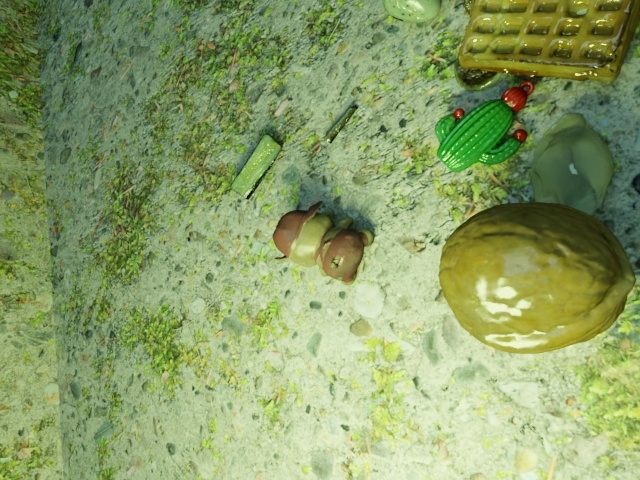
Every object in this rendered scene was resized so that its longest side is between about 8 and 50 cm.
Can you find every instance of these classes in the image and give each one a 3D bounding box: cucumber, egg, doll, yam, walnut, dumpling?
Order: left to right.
[{"bbox_3d":[-0.200,-0.235,1.462,0.078,0.062,0.211,37,100,-2],"label":"cucumber"},{"bbox_3d":[0.000,0.002,1.231,0.256,0.152,0.196,24,65,20],"label":"doll"},{"bbox_3d":[0.057,-0.337,1.313,0.129,0.027,0.033,-51,60,17],"label":"yam"},{"bbox_3d":[0.232,-0.623,1.170,0.164,0.131,0.131,43,108,25],"label":"egg"},{"bbox_3d":[0.389,0.065,0.855,0.333,0.333,0.332,-5,80,34],"label":"walnut"},{"bbox_3d":[0.498,-0.143,0.938,0.166,0.126,0.215,-28,81,57],"label":"dumpling"}]

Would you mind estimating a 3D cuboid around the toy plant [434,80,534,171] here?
[{"bbox_3d":[0.380,-0.247,1.046,0.241,0.088,0.154,-18,85,20],"label":"toy plant"}]

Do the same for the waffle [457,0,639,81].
[{"bbox_3d":[0.475,-0.458,0.963,0.328,0.098,0.223,22,98,37],"label":"waffle"}]

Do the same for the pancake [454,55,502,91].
[{"bbox_3d":[0.383,-0.417,1.103,0.130,0.023,0.116,12,90,40],"label":"pancake"}]

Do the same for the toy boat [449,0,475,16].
[{"bbox_3d":[0.334,-0.639,1.137,0.072,0.064,0.205,-27,68,11],"label":"toy boat"}]
